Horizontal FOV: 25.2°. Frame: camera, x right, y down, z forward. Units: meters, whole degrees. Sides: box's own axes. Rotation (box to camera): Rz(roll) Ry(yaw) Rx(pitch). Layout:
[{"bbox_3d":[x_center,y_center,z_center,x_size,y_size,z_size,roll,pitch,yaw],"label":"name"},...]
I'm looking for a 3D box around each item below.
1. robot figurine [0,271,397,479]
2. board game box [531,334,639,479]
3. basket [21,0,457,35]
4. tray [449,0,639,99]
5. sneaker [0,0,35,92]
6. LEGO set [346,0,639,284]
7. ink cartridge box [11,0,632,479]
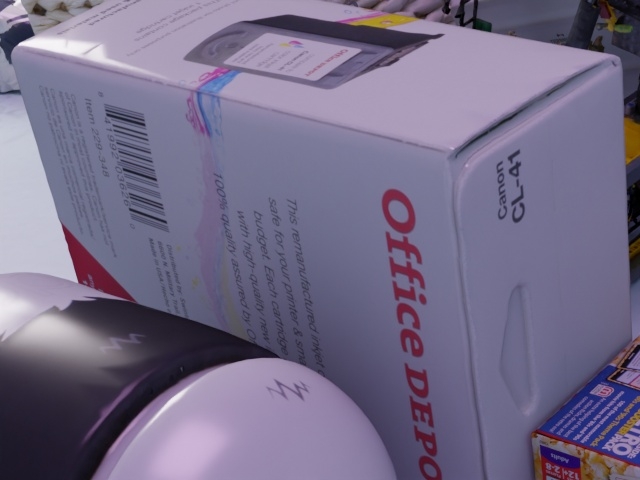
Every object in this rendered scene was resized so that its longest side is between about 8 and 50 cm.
[{"bbox_3d":[-0.095,0.114,0.619,0.278,0.174,0.209,15,59,38],"label":"robot figurine"},{"bbox_3d":[0.215,0.092,0.633,0.193,0.045,0.146,16,37,40],"label":"board game box"},{"bbox_3d":[-0.042,-0.258,1.163,0.328,0.267,0.331,4,29,40],"label":"basket"},{"bbox_3d":[0.174,-0.138,0.969,0.030,0.145,0.270,-39,18,-19],"label":"tray"},{"bbox_3d":[-0.254,-0.211,1.365,0.234,0.094,0.153,4,29,24],"label":"sneaker"},{"bbox_3d":[0.102,-0.097,0.838,0.255,0.331,0.192,36,50,27],"label":"LEGO set"},{"bbox_3d":[0.000,0.000,0.743,0.306,0.226,0.131,18,39,39],"label":"ink cartridge box"}]
